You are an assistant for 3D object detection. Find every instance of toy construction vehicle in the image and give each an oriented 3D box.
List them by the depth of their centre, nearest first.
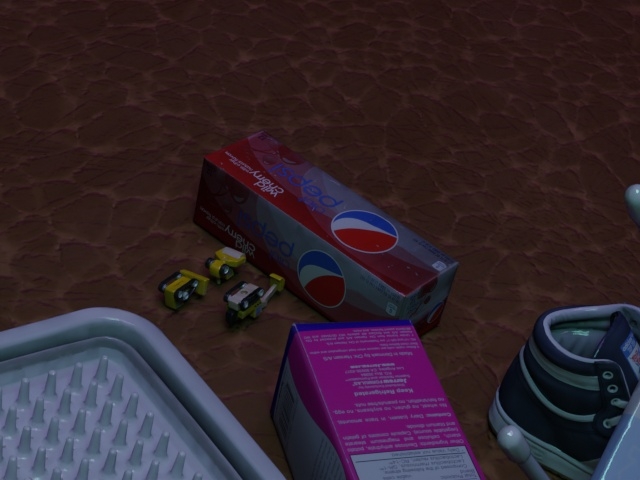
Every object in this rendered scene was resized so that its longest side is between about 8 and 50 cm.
[{"bbox_3d":[-0.092,0.047,1.304,0.086,0.035,0.098,19,34,25],"label":"toy construction vehicle"}]

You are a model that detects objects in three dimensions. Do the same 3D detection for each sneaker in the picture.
[{"bbox_3d":[0.291,0.156,1.177,0.282,0.153,0.099,24,39,13],"label":"sneaker"}]

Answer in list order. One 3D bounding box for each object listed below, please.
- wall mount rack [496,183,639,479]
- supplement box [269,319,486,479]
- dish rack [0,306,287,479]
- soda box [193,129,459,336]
[{"bbox_3d":[0.271,0.135,1.053,0.304,0.130,0.350,35,73,-15],"label":"wall mount rack"},{"bbox_3d":[0.046,0.178,1.111,0.114,0.111,0.220,-1,41,-19],"label":"supplement box"},{"bbox_3d":[-0.217,0.188,1.042,0.333,0.072,0.285,-16,45,-36],"label":"dish rack"},{"bbox_3d":[0.000,0.000,1.344,0.263,0.083,0.092,35,42,26],"label":"soda box"}]
